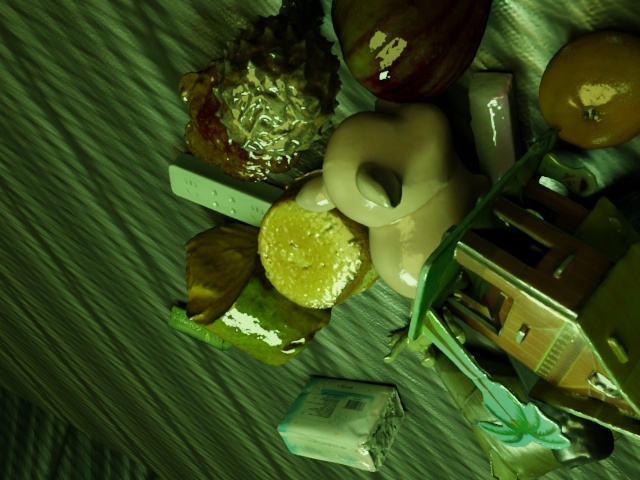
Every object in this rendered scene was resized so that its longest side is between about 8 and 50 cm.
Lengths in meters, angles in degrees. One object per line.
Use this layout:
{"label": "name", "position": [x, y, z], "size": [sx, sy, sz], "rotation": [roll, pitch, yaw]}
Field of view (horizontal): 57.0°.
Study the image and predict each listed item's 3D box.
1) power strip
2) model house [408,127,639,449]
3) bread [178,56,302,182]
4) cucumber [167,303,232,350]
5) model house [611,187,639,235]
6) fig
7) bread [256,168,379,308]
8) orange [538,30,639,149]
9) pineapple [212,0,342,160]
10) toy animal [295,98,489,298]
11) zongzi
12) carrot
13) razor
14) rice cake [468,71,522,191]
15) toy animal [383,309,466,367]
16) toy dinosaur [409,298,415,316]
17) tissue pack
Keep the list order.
{"label": "power strip", "position": [-0.153, -0.085, 1.265], "size": [0.385, 0.062, 0.091], "rotation": [22, 138, 17]}
{"label": "model house", "position": [0.327, 0.108, 0.792], "size": [0.324, 0.300, 0.340], "rotation": [36, 153, 26]}
{"label": "bread", "position": [-0.134, -0.229, 1.071], "size": [0.247, 0.135, 0.232], "rotation": [19, 134, 19]}
{"label": "cucumber", "position": [-0.337, 0.242, 1.682], "size": [0.211, 0.062, 0.078], "rotation": [19, 101, 28]}
{"label": "model house", "position": [0.448, 0.055, 0.869], "size": [0.241, 0.226, 0.261], "rotation": [47, 135, -2]}
{"label": "fig", "position": [0.160, -0.335, 0.761], "size": [0.217, 0.217, 0.321], "rotation": [44, 119, -7]}
{"label": "bread", "position": [0.000, 0.000, 1.102], "size": [0.269, 0.146, 0.268], "rotation": [10, 116, 22]}
{"label": "orange", "position": [0.367, -0.194, 0.776], "size": [0.156, 0.124, 0.156], "rotation": [18, 131, 22]}
{"label": "pineapple", "position": [-0.048, -0.255, 0.836], "size": [0.175, 0.361, 0.175], "rotation": [2, 124, 3]}
{"label": "toy animal", "position": [0.131, -0.060, 0.919], "size": [0.237, 0.269, 0.326], "rotation": [6, 105, 59]}
{"label": "zongzi", "position": [0.399, 0.277, 1.188], "size": [0.323, 0.160, 0.360], "rotation": [-45, 68, 31]}
{"label": "carrot", "position": [-0.140, 0.113, 1.268], "size": [0.341, 0.241, 0.241], "rotation": [35, 139, -16]}
{"label": "razor", "position": [0.379, 0.216, 1.005], "size": [0.107, 0.189, 0.326], "rotation": [-30, 67, 13]}
{"label": "rice cake", "position": [0.299, -0.098, 0.957], "size": [0.073, 0.056, 0.364], "rotation": [3, 127, 34]}
{"label": "toy animal", "position": [0.212, 0.200, 1.252], "size": [0.103, 0.101, 0.218], "rotation": [22, 137, -11]}
{"label": "toy dinosaur", "position": [0.180, 0.037, 1.159], "size": [0.251, 0.072, 0.200], "rotation": [44, 146, -20]}
{"label": "tissue pack", "position": [0.054, 0.461, 1.505], "size": [0.271, 0.201, 0.124], "rotation": [-3, 127, 37]}
